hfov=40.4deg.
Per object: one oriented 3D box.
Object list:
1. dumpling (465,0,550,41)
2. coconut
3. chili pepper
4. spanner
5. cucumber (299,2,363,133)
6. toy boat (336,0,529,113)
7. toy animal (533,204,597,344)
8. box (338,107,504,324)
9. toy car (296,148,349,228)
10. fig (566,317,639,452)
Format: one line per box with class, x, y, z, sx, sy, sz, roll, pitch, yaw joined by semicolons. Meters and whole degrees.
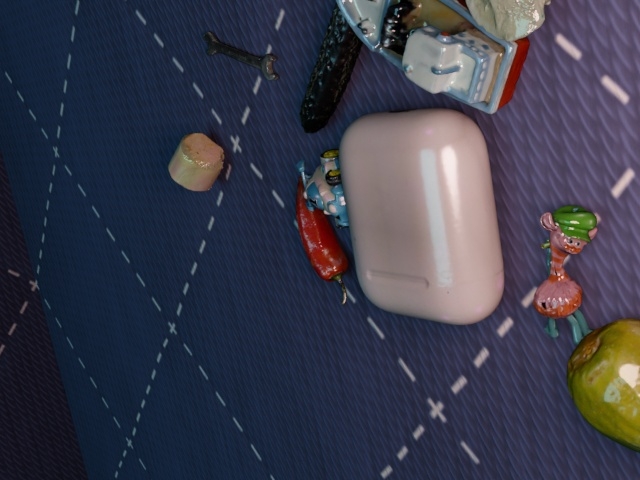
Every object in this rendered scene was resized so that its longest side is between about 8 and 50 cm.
dumpling;0.247;-0.375;1.154;0.152;0.108;0.219;1;85;29
coconut;-0.280;-0.169;1.948;0.116;0.116;0.122;56;137;18
chili pepper;0.000;0.000;1.712;0.063;0.071;0.272;49;-161;-79
spanner;-0.167;-0.380;1.785;0.254;0.015;0.054;30;131;41
cucumber;0.020;-0.292;1.542;0.072;0.072;0.300;50;141;25
toy boat;0.146;-0.311;1.313;0.332;0.133;0.145;41;136;34
toy animal;0.355;0.050;1.269;0.103;0.100;0.208;-94;-5;-71
box;0.160;-0.040;1.418;0.288;0.141;0.349;6;110;50
toy car;0.010;-0.081;1.577;0.161;0.098;0.126;-89;-14;-62
fig;0.433;0.219;1.174;0.233;0.167;0.167;63;144;20
